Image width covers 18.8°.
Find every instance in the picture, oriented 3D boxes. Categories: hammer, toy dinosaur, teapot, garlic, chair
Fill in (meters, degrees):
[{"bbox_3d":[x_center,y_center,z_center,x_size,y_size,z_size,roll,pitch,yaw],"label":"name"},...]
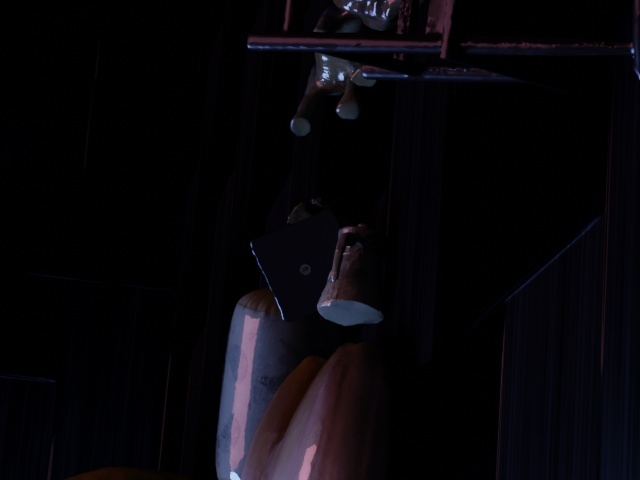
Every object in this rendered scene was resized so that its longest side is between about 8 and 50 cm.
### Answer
[{"bbox_3d":[-0.043,0.144,1.859,0.305,0.113,0.202,168,112,-86],"label":"hammer"},{"bbox_3d":[0.023,-0.205,1.822,0.188,0.075,0.248,-82,-1,-49],"label":"toy dinosaur"},{"bbox_3d":[0.029,0.024,1.616,0.067,0.057,0.083,43,-128,-53],"label":"teapot"},{"bbox_3d":[-0.005,0.193,1.548,0.217,0.110,0.228,131,146,-68],"label":"garlic"},{"bbox_3d":[0.103,-0.163,1.078,0.260,0.141,0.154,7,90,37],"label":"chair"}]

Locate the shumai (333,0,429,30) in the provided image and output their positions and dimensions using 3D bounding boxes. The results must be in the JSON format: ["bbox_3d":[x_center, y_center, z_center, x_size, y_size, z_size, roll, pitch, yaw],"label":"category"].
[{"bbox_3d":[0.018,-0.277,1.537,0.166,0.175,0.206,-110,31,-71],"label":"shumai"}]

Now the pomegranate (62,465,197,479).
[{"bbox_3d":[-0.181,0.378,1.881,0.342,0.342,0.342,-173,90,-81],"label":"pomegranate"}]

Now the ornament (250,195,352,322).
[{"bbox_3d":[-0.008,0.004,1.751,0.203,0.081,0.088,-89,-24,-76],"label":"ornament"}]
